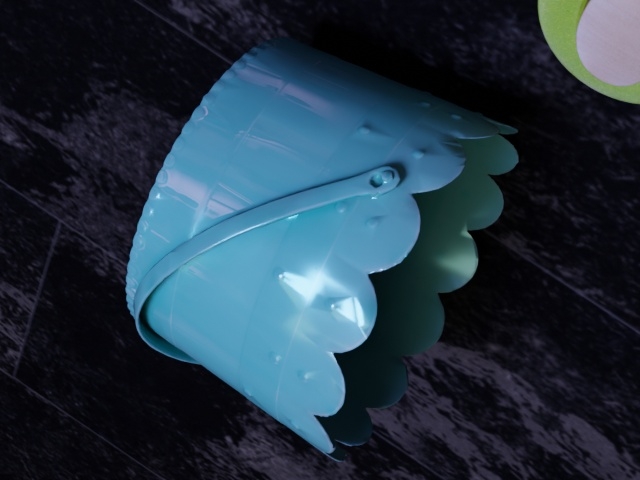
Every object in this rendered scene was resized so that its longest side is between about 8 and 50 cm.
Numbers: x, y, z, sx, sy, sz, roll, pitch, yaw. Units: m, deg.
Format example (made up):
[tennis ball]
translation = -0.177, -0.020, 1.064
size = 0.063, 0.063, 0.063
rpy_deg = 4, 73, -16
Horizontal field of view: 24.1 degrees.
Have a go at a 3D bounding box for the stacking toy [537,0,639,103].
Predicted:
[stacking toy]
translation = 0.262, -0.089, 0.882
size = 0.309, 0.130, 0.279
rpy_deg = 49, 140, -16

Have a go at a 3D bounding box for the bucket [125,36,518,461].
[bucket]
translation = 0.000, 0.000, 1.078
size = 0.183, 0.281, 0.281
rpy_deg = 28, 142, 15
